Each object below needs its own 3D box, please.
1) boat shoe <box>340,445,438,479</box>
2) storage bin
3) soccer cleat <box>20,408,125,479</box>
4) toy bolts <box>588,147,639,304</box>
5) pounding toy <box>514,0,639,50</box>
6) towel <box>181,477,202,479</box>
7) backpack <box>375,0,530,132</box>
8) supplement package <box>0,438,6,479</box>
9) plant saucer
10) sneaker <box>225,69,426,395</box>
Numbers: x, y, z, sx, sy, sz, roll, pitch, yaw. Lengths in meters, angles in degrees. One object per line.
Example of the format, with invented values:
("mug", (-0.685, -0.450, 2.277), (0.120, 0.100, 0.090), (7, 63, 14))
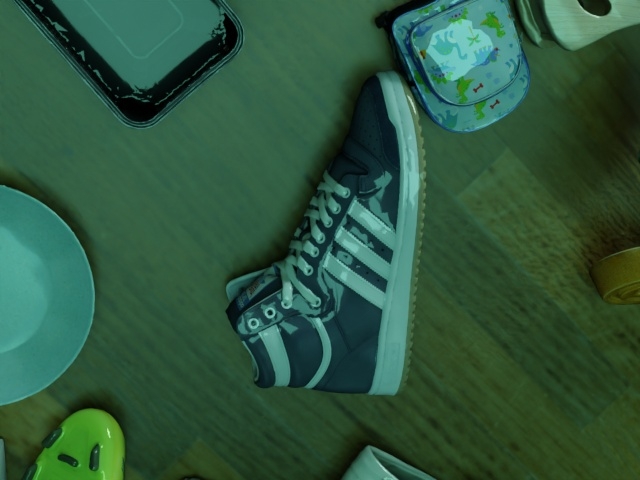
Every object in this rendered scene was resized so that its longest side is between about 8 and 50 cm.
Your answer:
("boat shoe", (0.137, 0.266, 1.130), (0.267, 0.096, 0.088), (28, 104, -5))
("storage bin", (-0.156, -0.190, 0.975), (0.122, 0.084, 0.180), (-40, 106, 3))
("soccer cleat", (-0.203, 0.288, 1.101), (0.093, 0.121, 0.289), (7, 92, 34))
("toy bolts", (0.304, -0.057, 1.036), (0.218, 0.228, 0.159), (-17, 69, 26))
("pounding toy", (0.253, -0.212, 0.986), (0.269, 0.155, 0.154), (18, 97, -12))
("towel", (-0.016, 0.341, 1.055), (0.283, 0.235, 0.121), (19, 107, -12))
("backpack", (0.117, -0.148, 1.022), (0.105, 0.084, 0.114), (-25, 109, 2))
("supplement package", (-0.393, 0.293, 1.007), (0.262, 0.199, 0.198), (-2, 105, -7))
("plant saucer", (-0.285, 0.042, 1.042), (0.194, 0.037, 0.195), (-2, 105, -8))
("sneaker", (0.000, 0.000, 1.037), (0.153, 0.099, 0.282), (-1, 107, -9))
